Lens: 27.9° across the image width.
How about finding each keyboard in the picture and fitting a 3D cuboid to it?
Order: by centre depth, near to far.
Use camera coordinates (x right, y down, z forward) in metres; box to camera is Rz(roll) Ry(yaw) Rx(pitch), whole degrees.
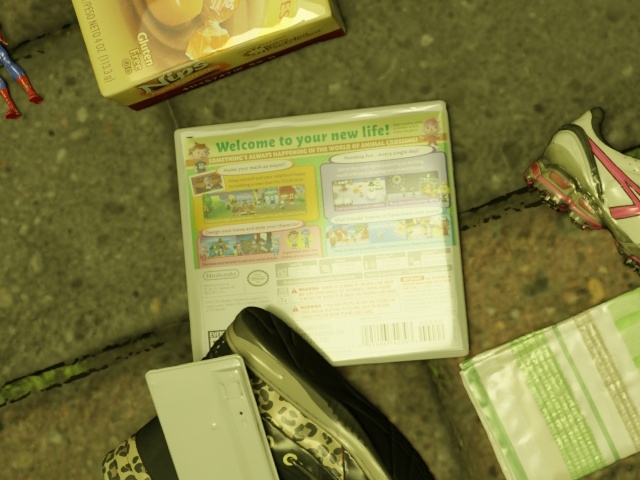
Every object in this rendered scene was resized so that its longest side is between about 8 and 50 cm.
[{"bbox_3d":[-0.056,0.203,0.922,0.072,0.014,0.256,-10,107,19],"label":"keyboard"}]

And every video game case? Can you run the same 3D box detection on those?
[{"bbox_3d":[0.000,0.000,0.985,0.212,0.023,0.193,-5,88,9],"label":"video game case"}]

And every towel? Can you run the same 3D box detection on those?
[{"bbox_3d":[0.192,0.113,0.957,0.152,0.023,0.113,-24,87,5],"label":"towel"}]

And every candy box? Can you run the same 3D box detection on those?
[{"bbox_3d":[-0.117,-0.279,0.976,0.183,0.087,0.316,-18,85,7],"label":"candy box"}]

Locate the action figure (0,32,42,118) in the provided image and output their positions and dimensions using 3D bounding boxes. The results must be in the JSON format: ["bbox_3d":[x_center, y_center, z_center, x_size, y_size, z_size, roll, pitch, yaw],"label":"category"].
[{"bbox_3d":[-0.265,-0.153,1.025,0.038,0.030,0.115,-35,82,11],"label":"action figure"}]

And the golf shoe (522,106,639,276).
[{"bbox_3d":[0.240,-0.019,0.928,0.186,0.067,0.086,40,93,7],"label":"golf shoe"}]

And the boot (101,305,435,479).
[{"bbox_3d":[-0.031,0.186,0.960,0.178,0.085,0.236,-42,94,16],"label":"boot"}]
